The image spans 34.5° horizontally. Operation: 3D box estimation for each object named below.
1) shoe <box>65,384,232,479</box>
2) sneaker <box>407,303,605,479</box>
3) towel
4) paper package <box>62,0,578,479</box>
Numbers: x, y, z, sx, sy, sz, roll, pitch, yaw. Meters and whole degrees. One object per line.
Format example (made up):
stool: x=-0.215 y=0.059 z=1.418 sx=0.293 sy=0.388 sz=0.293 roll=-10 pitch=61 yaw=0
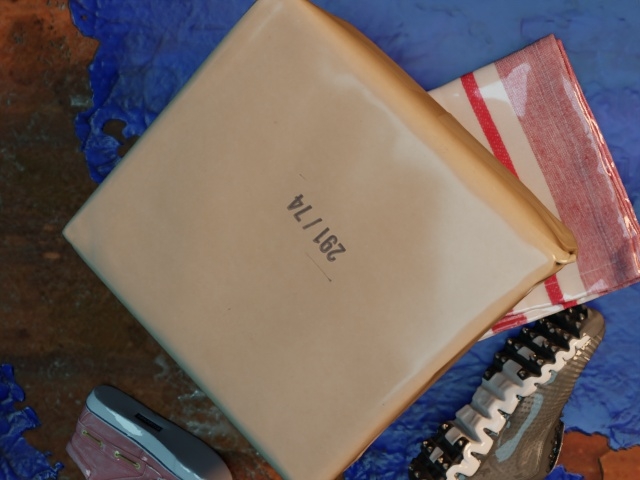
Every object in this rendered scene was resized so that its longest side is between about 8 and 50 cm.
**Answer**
shoe: x=-0.179 y=0.229 z=1.063 sx=0.178 sy=0.063 sz=0.081 roll=32 pitch=105 yaw=12
sneaker: x=0.193 y=0.165 z=0.967 sx=0.106 sy=0.078 sz=0.234 roll=42 pitch=90 yaw=-21
towel: x=0.112 y=-0.017 z=0.965 sx=0.329 sy=0.037 sz=0.237 roll=-23 pitch=88 yaw=16
paper package: x=0.000 y=0.000 z=0.898 sx=0.325 sy=0.168 sz=0.309 roll=46 pitch=105 yaw=10
